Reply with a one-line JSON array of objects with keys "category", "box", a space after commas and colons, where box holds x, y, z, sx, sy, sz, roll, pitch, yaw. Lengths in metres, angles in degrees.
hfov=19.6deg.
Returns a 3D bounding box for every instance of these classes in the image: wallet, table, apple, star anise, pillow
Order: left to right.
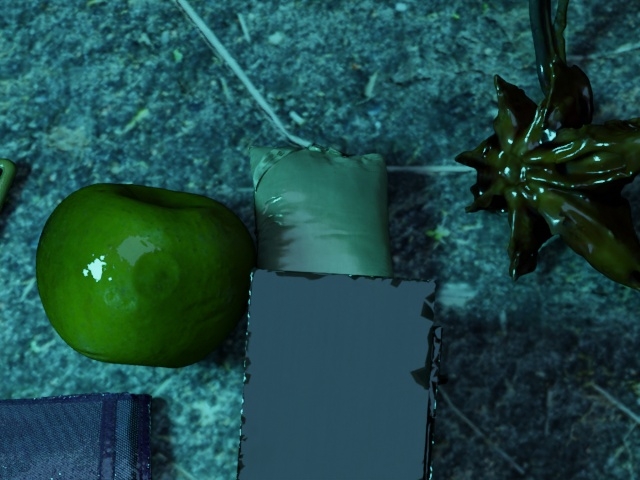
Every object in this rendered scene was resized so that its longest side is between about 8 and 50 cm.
[{"category": "wallet", "box": [-0.232, 0.189, 1.653, 0.165, 0.030, 0.111, -3, 63, -2]}, {"category": "apple", "box": [-0.158, 0.031, 1.655, 0.196, 0.196, 0.157, 11, 94, 4]}, {"category": "pillow", "box": [0.000, 0.000, 1.733, 0.134, 0.078, 0.181, -1, 64, -1]}, {"category": "table", "box": [0.021, 0.134, 1.581, 0.172, 0.169, 0.193, 3, 80, 1]}, {"category": "star anise", "box": [0.238, -0.102, 1.752, 0.237, 0.148, 0.346, -30, 58, 32]}]

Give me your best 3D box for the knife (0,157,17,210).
[{"category": "knife", "box": [-0.355, 0.050, 1.734, 0.047, 0.017, 0.298, 15, 66, 9]}]
